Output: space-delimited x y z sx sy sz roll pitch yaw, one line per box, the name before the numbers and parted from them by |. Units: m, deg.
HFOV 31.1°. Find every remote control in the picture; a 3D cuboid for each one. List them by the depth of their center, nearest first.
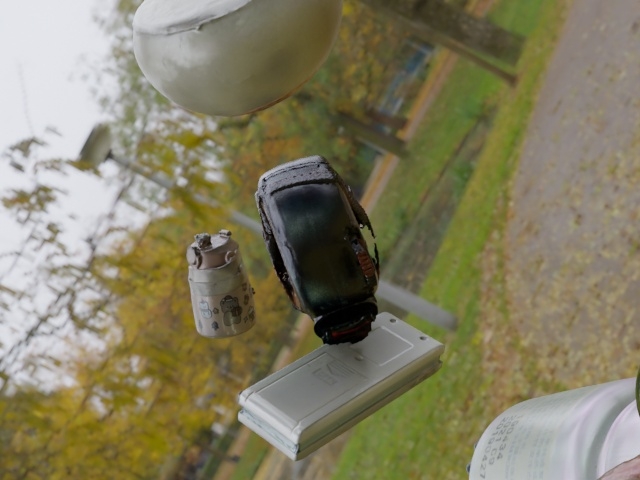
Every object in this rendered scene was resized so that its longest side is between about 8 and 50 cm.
remote control | 0.031 0.179 1.450 0.277 0.103 0.056 -25 -47 -41

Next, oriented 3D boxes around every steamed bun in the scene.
steamed bun | -0.079 -0.216 1.232 0.145 0.231 0.232 66 -148 -29

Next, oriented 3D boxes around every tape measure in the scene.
tape measure | 0.000 0.000 1.450 0.223 0.135 0.202 73 176 -48

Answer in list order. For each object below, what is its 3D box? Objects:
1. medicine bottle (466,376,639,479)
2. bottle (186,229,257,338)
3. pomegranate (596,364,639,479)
medicine bottle | 0.310 0.251 1.172 0.214 0.213 0.378 -62 7 -18
bottle | -0.144 0.055 1.645 0.099 0.099 0.152 -62 -35 -68
pomegranate | 0.246 0.114 0.668 0.209 0.180 0.180 -28 4 5
